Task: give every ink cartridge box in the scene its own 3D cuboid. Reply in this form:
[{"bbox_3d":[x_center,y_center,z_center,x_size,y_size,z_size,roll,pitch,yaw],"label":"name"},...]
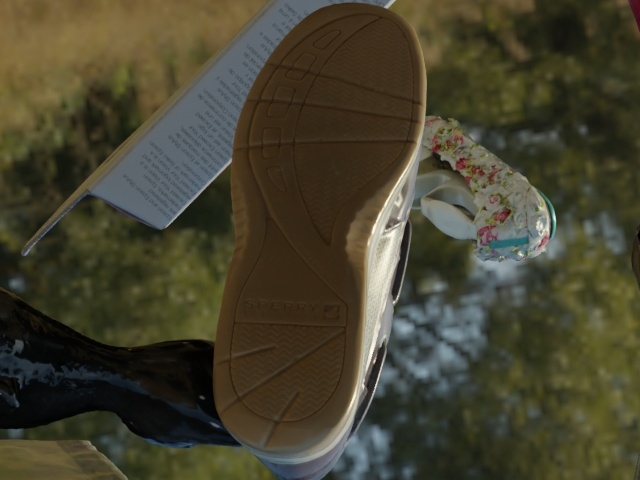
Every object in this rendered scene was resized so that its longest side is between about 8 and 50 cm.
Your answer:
[{"bbox_3d":[-0.047,-0.126,1.411,0.330,0.071,0.324,-44,-173,23],"label":"ink cartridge box"}]

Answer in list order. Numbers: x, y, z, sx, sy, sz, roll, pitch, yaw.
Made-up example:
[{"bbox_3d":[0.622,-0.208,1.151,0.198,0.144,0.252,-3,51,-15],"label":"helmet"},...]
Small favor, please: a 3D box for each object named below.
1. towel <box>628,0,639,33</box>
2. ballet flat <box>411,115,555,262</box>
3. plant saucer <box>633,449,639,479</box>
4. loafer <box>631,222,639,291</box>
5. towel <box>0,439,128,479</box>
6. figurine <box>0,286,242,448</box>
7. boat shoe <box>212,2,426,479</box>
[{"bbox_3d":[0.183,-0.237,0.924,0.031,0.199,0.275,-5,-144,38],"label":"towel"},{"bbox_3d":[0.111,-0.047,1.609,0.077,0.091,0.241,-17,-156,-18],"label":"ballet flat"},{"bbox_3d":[0.244,0.038,0.763,0.311,0.050,0.310,-35,-170,7],"label":"plant saucer"},{"bbox_3d":[0.310,0.053,1.645,0.080,0.078,0.220,-28,-146,6],"label":"loafer"},{"bbox_3d":[-0.247,0.140,1.040,0.285,0.034,0.209,1,-177,-17],"label":"towel"},{"bbox_3d":[-0.121,0.121,0.977,0.209,0.215,0.092,10,134,-22],"label":"figurine"},{"bbox_3d":[0.000,0.000,1.057,0.103,0.285,0.092,5,151,5],"label":"boat shoe"}]
